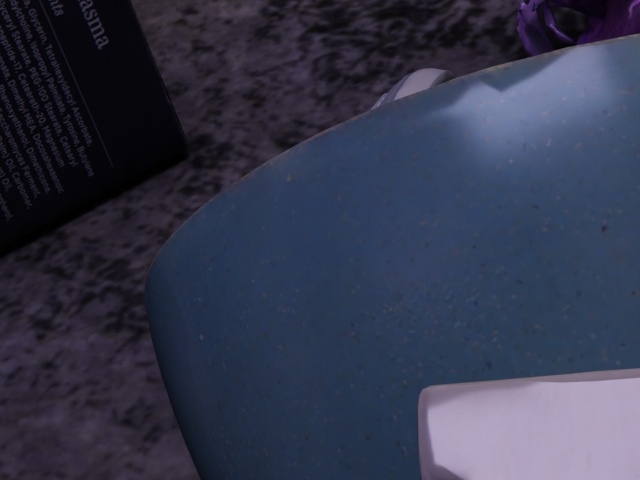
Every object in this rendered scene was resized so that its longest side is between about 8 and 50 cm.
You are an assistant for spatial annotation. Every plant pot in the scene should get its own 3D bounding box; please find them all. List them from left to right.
[{"bbox_3d":[0.101,0.084,0.625,0.290,0.290,0.195,-14,70,7],"label":"plant pot"}]

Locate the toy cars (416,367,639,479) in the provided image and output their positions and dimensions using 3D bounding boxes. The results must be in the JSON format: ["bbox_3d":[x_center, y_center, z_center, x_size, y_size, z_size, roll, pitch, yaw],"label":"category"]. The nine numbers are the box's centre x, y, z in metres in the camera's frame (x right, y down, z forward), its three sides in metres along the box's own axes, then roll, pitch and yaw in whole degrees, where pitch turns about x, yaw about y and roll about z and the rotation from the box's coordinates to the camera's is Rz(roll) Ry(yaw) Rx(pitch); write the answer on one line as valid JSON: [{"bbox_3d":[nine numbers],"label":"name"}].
[{"bbox_3d":[0.136,0.194,0.424,0.176,0.087,0.394,-40,62,-13],"label":"toy cars"}]

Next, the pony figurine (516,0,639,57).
[{"bbox_3d":[0.188,-0.123,0.768,0.351,0.363,0.302,-7,67,23],"label":"pony figurine"}]

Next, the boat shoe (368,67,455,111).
[{"bbox_3d":[0.000,0.001,0.879,0.081,0.079,0.227,8,50,24],"label":"boat shoe"}]

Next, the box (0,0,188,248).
[{"bbox_3d":[-0.295,-0.118,1.061,0.313,0.179,0.343,-30,40,-10],"label":"box"}]
